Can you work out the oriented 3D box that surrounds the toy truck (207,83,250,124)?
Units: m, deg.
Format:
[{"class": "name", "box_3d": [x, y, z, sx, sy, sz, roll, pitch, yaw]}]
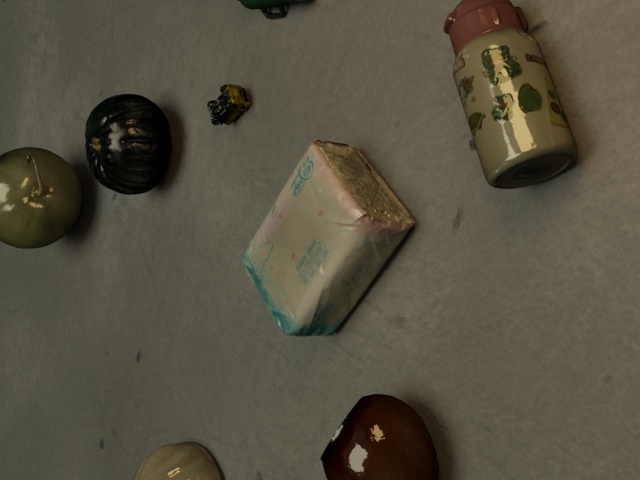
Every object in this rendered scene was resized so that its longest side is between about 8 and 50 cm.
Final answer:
[{"class": "toy truck", "box_3d": [-0.173, -0.260, 1.592, 0.083, 0.054, 0.049, -39, 60, 42]}]

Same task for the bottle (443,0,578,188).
[{"class": "bottle", "box_3d": [0.236, -0.201, 1.066, 0.120, 0.120, 0.253, -31, 65, 44]}]

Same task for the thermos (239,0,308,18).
[{"class": "thermos", "box_3d": [-0.087, -0.453, 1.497, 0.187, 0.083, 0.073, 12, 76, 50]}]

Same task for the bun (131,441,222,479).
[{"class": "bun", "box_3d": [-0.318, 0.535, 1.637, 0.263, 0.175, 0.263, -5, 83, 48]}]

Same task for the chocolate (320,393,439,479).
[{"class": "chocolate", "box_3d": [0.094, 0.314, 1.196, 0.176, 0.176, 0.177, -3, 86, 49]}]

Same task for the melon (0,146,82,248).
[{"class": "melon", "box_3d": [-0.726, -0.106, 2.083, 0.308, 0.271, 0.272, -141, 61, -62]}]

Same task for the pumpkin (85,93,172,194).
[{"class": "pumpkin", "box_3d": [-0.412, -0.206, 1.788, 0.220, 0.161, 0.221, 16, 109, 56]}]

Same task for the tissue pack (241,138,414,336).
[{"class": "tissue pack", "box_3d": [0.001, 0.002, 1.329, 0.201, 0.124, 0.271, 54, 126, 31]}]
